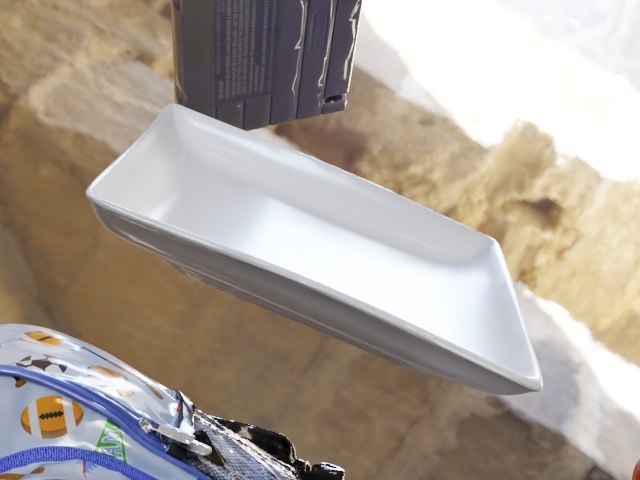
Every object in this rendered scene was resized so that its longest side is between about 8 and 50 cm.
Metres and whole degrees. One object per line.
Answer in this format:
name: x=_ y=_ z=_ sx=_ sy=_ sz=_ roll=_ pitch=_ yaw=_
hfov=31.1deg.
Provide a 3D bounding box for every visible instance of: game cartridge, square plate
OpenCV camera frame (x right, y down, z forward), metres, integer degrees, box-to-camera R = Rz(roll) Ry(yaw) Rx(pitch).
game cartridge: x=-0.065 y=-0.260 z=1.379 sx=0.355 sy=0.230 sz=0.068 roll=100 pitch=157 yaw=-58
square plate: x=0.000 y=0.000 z=0.945 sx=0.347 sy=0.344 sz=0.049 roll=-80 pitch=13 yaw=-73

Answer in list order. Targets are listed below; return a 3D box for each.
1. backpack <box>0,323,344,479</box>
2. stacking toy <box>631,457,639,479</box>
backpack: x=-0.155 y=0.187 z=0.641 sx=0.276 sy=0.263 sz=0.213 roll=-53 pitch=7 yaw=-2
stacking toy: x=0.368 y=0.352 z=1.100 sx=0.141 sy=0.141 sz=0.330 roll=122 pitch=151 yaw=-50
